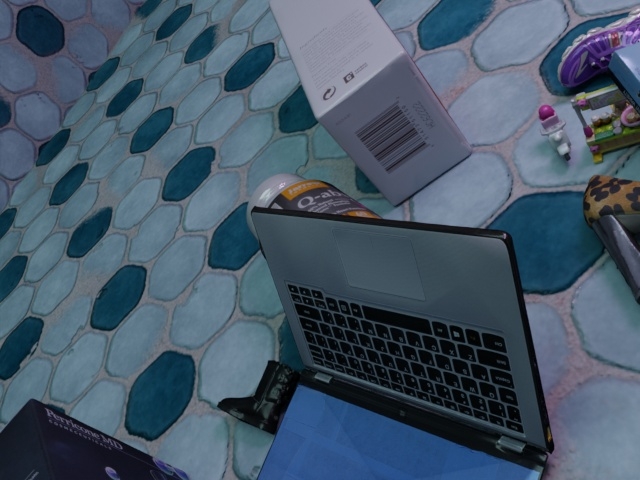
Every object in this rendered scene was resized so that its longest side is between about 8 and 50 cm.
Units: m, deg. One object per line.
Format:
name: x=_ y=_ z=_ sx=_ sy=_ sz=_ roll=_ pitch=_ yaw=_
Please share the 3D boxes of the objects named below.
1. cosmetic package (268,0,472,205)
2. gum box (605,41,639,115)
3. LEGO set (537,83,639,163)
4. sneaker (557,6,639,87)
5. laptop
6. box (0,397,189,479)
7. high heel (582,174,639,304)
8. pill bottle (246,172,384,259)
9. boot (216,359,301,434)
cosmetic package: x=0.070 y=-0.296 z=1.163 sx=0.161 sy=0.230 sz=0.453 roll=-35 pitch=40 yaw=14
gum box: x=0.450 y=-0.178 z=0.757 sx=0.184 sy=0.041 sz=0.157 roll=-20 pitch=61 yaw=-5
LEGO set: x=0.416 y=-0.207 z=0.854 sx=0.287 sy=0.107 sz=0.132 roll=-33 pitch=40 yaw=17
sneaker: x=0.417 y=-0.267 z=0.943 sx=0.169 sy=0.068 sz=0.071 roll=-30 pitch=47 yaw=20
laptop: x=0.025 y=0.203 z=0.753 sx=0.381 sy=0.408 sz=0.236 roll=8 pitch=33 yaw=46
box: x=-0.260 y=0.425 z=0.788 sx=0.212 sy=0.293 sz=0.395 roll=-49 pitch=38 yaw=-4
high heel: x=0.422 y=-0.065 z=0.736 sx=0.261 sy=0.093 sz=0.186 roll=-35 pitch=42 yaw=25
pill bottle: x=0.000 y=0.000 z=1.023 sx=0.162 sy=0.162 sz=0.278 roll=-49 pitch=38 yaw=-2
boot: x=-0.089 y=0.226 z=1.003 sx=0.121 sy=0.045 sz=0.099 roll=9 pitch=66 yaw=39
